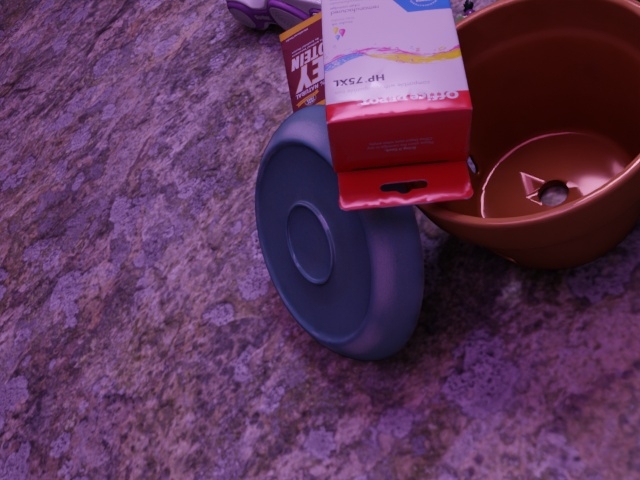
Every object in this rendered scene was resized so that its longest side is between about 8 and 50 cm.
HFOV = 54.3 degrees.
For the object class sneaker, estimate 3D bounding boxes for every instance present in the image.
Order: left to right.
[{"bbox_3d":[-0.053,-0.465,1.161,0.305,0.114,0.152,28,81,40],"label":"sneaker"}]

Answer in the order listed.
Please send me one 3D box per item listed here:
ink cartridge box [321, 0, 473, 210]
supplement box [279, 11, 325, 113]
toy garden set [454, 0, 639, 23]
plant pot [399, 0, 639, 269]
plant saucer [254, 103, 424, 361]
[{"bbox_3d":[0.073,-0.147,0.619,0.134,0.078,0.231,-6,57,5],"label":"ink cartridge box"},{"bbox_3d":[0.055,-0.195,0.876,0.129,0.194,0.191,-24,53,18],"label":"supplement box"},{"bbox_3d":[0.295,-0.295,0.797,0.244,0.204,0.049,-9,94,15],"label":"toy garden set"},{"bbox_3d":[0.242,-0.098,0.694,0.291,0.203,0.290,-15,56,25],"label":"plant pot"},{"bbox_3d":[0.000,0.000,0.749,0.044,0.317,0.317,-17,40,-30],"label":"plant saucer"}]
